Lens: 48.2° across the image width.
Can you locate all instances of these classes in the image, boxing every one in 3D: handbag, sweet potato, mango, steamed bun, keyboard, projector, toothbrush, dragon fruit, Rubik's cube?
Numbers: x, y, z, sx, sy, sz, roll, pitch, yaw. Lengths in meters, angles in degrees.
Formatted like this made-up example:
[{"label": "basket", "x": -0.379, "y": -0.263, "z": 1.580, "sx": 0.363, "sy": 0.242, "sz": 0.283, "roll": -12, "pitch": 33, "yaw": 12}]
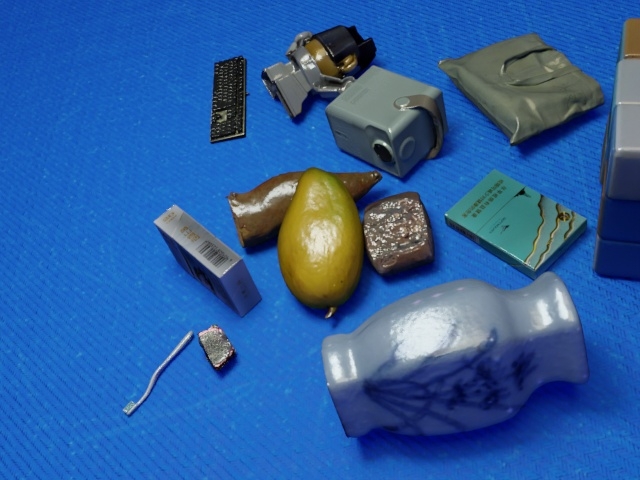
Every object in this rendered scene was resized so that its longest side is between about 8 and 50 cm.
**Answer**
[{"label": "handbag", "x": 0.452, "y": -0.353, "z": 1.628, "sx": 0.253, "sy": 0.109, "sz": 0.316, "roll": -24, "pitch": 50, "yaw": -10}, {"label": "sweet potato", "x": -0.033, "y": -0.097, "z": 1.547, "sx": 0.337, "sy": 0.131, "sz": 0.131, "roll": -21, "pitch": 50, "yaw": -2}, {"label": "mango", "x": 0.000, "y": 0.000, "z": 1.423, "sx": 0.176, "sy": 0.119, "sz": 0.316, "roll": -6, "pitch": 73, "yaw": 20}, {"label": "steamed bun", "x": 0.153, "y": -0.018, "z": 1.444, "sx": 0.145, "sy": 0.106, "sz": 0.175, "roll": -13, "pitch": 53, "yaw": 5}, {"label": "keyboard", "x": -0.239, "y": -0.379, "z": 1.887, "sx": 0.106, "sy": 0.027, "sz": 0.317, "roll": -11, "pitch": 50, "yaw": 7}, {"label": "projector", "x": 0.158, "y": -0.265, "z": 1.602, "sx": 0.242, "sy": 0.163, "sz": 0.177, "roll": 30, "pitch": 66, "yaw": 35}, {"label": "toothbrush", "x": -0.314, "y": 0.260, "z": 1.410, "sx": 0.022, "sy": 0.017, "sz": 0.204, "roll": 33, "pitch": 66, "yaw": 12}, {"label": "dragon fruit", "x": -0.200, "y": 0.209, "z": 1.394, "sx": 0.056, "sy": 0.060, "sz": 0.083, "roll": -30, "pitch": 77, "yaw": -17}, {"label": "Rubik's cube", "x": 0.679, "y": -0.148, "z": 1.250, "sx": 0.347, "sy": 0.346, "sz": 0.344, "roll": 5, "pitch": 54, "yaw": 19}]

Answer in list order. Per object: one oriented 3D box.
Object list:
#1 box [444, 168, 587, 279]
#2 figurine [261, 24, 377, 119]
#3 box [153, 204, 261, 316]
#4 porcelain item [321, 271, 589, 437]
[{"label": "box", "x": 0.388, "y": -0.037, "z": 1.436, "sx": 0.162, "sy": 0.041, "sz": 0.229, "roll": -42, "pitch": 53, "yaw": -17}, {"label": "figurine", "x": 0.001, "y": -0.437, "z": 1.795, "sx": 0.309, "sy": 0.143, "sz": 0.308, "roll": -3, "pitch": 71, "yaw": 10}, {"label": "box", "x": -0.233, "y": 0.040, "z": 1.474, "sx": 0.067, "sy": 0.149, "sz": 0.233, "roll": -40, "pitch": 53, "yaw": -20}, {"label": "porcelain item", "x": 0.216, "y": 0.193, "z": 1.178, "sx": 0.405, "sy": 0.242, "sz": 0.178, "roll": -17, "pitch": 31, "yaw": 5}]
